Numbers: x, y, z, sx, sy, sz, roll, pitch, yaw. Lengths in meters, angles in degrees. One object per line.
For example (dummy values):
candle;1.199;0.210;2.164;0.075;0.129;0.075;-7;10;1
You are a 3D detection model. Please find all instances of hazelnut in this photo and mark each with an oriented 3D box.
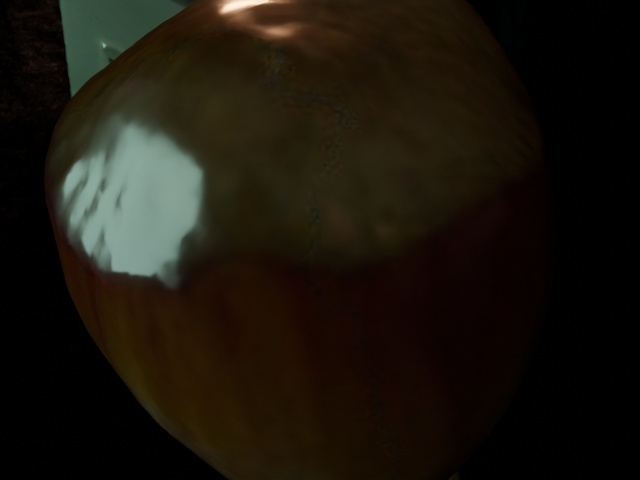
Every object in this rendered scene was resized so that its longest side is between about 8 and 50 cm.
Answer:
hazelnut;-0.003;-0.006;0.753;0.366;0.366;0.365;-173;90;-86

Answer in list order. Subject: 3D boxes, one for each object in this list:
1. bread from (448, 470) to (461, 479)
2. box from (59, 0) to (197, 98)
bread;0.010;0.250;0.960;0.305;0.091;0.142;-48;43;38
box;-0.069;-0.116;1.171;0.111;0.396;0.396;-59;-7;-28
